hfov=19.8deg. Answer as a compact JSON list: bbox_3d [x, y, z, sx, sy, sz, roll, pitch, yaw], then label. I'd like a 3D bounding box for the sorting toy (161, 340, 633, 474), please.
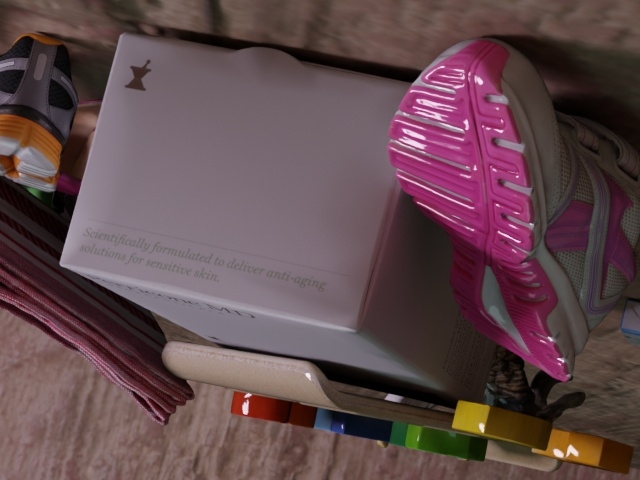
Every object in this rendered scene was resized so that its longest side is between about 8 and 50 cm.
[{"bbox_3d":[0.053,0.126,1.261,0.229,0.041,0.307,19,171,-33],"label":"sorting toy"}]

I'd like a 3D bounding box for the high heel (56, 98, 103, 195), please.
[{"bbox_3d":[-0.164,-0.076,1.278,0.117,0.082,0.244,24,174,-4],"label":"high heel"}]

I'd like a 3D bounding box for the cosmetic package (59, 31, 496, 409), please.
[{"bbox_3d":[0.000,0.000,1.197,0.197,0.155,0.365,12,172,19],"label":"cosmetic package"}]

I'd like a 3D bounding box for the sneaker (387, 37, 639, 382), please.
[{"bbox_3d":[0.118,-0.034,1.010,0.103,0.111,0.252,32,160,31],"label":"sneaker"}]

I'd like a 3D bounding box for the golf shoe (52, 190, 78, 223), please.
[{"bbox_3d":[-0.178,-0.033,1.570,0.094,0.077,0.198,27,169,9],"label":"golf shoe"}]

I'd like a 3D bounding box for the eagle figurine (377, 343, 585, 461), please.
[{"bbox_3d":[0.087,0.073,1.554,0.226,0.225,0.298,-38,103,27],"label":"eagle figurine"}]

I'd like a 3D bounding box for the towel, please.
[{"bbox_3d":[-0.226,0.014,1.444,0.237,0.037,0.329,38,-176,-22],"label":"towel"}]

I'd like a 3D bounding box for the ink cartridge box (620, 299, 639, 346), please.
[{"bbox_3d":[0.293,0.076,1.603,0.048,0.028,0.083,11,170,18],"label":"ink cartridge box"}]

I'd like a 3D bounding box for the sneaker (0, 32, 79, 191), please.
[{"bbox_3d":[-0.202,-0.084,1.230,0.084,0.083,0.215,17,173,-18],"label":"sneaker"}]

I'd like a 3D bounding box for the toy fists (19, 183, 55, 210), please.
[{"bbox_3d":[-0.234,-0.007,1.698,0.279,0.096,0.142,22,167,-33],"label":"toy fists"}]
